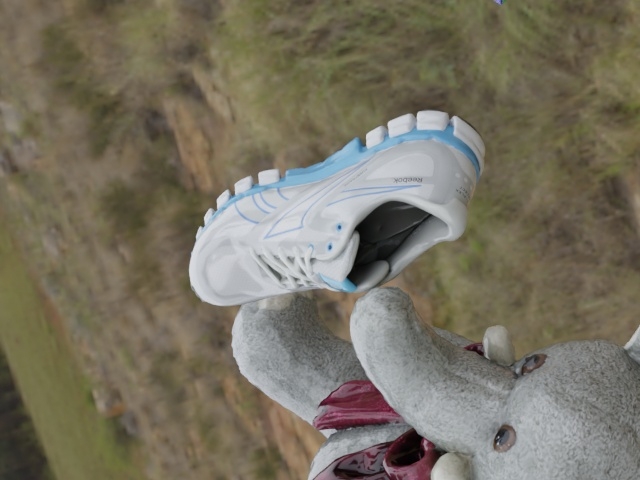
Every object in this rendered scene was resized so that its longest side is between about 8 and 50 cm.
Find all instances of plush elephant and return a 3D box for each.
[{"bbox_3d":[0.080,0.127,0.649,0.272,0.330,0.255,-59,-5,-42],"label":"plush elephant"}]

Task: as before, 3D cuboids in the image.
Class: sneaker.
[{"bbox_3d":[0.000,0.000,0.635,0.071,0.190,0.083,45,-146,-30],"label":"sneaker"}]

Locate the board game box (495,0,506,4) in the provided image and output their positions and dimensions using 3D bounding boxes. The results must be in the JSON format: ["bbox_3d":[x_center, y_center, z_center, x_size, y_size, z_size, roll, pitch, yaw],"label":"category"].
[{"bbox_3d":[0.010,-0.300,0.686,0.317,0.046,0.213,44,168,20],"label":"board game box"}]
